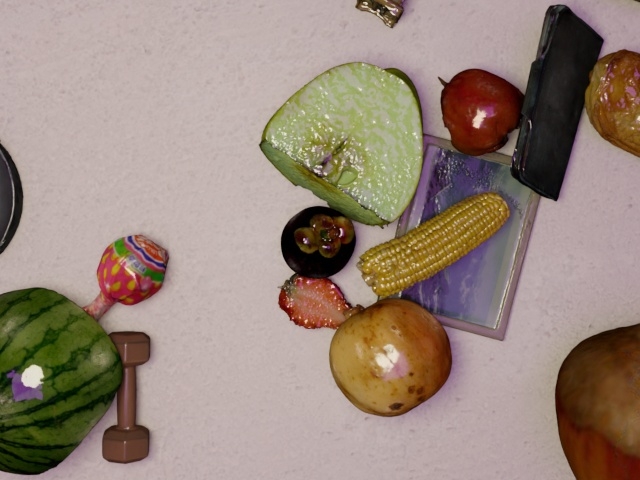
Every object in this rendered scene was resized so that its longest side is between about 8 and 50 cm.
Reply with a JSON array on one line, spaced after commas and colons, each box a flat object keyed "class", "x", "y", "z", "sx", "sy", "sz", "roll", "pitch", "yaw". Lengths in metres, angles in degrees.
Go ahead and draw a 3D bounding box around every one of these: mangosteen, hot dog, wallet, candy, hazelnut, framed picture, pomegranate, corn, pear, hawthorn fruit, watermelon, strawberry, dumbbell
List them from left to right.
[{"class": "watermelon", "x": -0.518, "y": 0.244, "z": 1.212, "sx": 0.330, "sy": 0.189, "sz": 0.331, "roll": 1, "pitch": 96, "yaw": 10}, {"class": "candy", "x": -0.412, "y": 0.138, "z": 1.298, "sx": 0.124, "sy": 0.124, "sz": 0.365, "roll": 44, "pitch": 101, "yaw": -2}, {"class": "dumbbell", "x": -0.347, "y": 0.280, "z": 1.297, "sx": 0.082, "sy": 0.092, "sz": 0.231, "roll": 1, "pitch": 91, "yaw": -11}, {"class": "strawberry", "x": -0.010, "y": 0.115, "z": 1.323, "sx": 0.152, "sy": 0.048, "sz": 0.104, "roll": 32, "pitch": 84, "yaw": -10}, {"class": "mangosteen", "x": 0.000, "y": 0.000, "z": 1.265, "sx": 0.137, "sy": 0.151, "sz": 0.137, "roll": 3, "pitch": 77, "yaw": -13}, {"class": "pear", "x": 0.060, "y": -0.186, "z": 1.263, "sx": 0.292, "sy": 0.159, "sz": 0.293, "roll": 0, "pitch": 92, "yaw": -5}, {"class": "pomegranate", "x": 0.117, "y": 0.193, "z": 1.250, "sx": 0.215, "sy": 0.215, "sz": 0.215, "roll": 0, "pitch": 91, "yaw": -1}, {"class": "corn", "x": 0.204, "y": 0.003, "z": 1.282, "sx": 0.291, "sy": 0.101, "sz": 0.101, "roll": -30, "pitch": 92, "yaw": -5}, {"class": "framed picture", "x": 0.261, "y": -0.007, "z": 1.338, "sx": 0.247, "sy": 0.022, "sz": 0.335, "roll": 15, "pitch": 91, "yaw": -2}, {"class": "hawthorn fruit", "x": 0.270, "y": -0.235, "z": 1.276, "sx": 0.148, "sy": 0.148, "sz": 0.172, "roll": -45, "pitch": 85, "yaw": 0}, {"class": "wallet", "x": 0.410, "y": -0.239, "z": 1.273, "sx": 0.172, "sy": 0.045, "sz": 0.318, "roll": 17, "pitch": 87, "yaw": -44}, {"class": "hot dog", "x": 0.590, "y": -0.241, "z": 1.296, "sx": 0.259, "sy": 0.114, "sz": 0.175, "roll": 23, "pitch": 95, "yaw": 0}, {"class": "hazelnut", "x": 0.564, "y": 0.306, "z": 1.209, "sx": 0.365, "sy": 0.366, "sz": 0.366, "roll": 0, "pitch": 91, "yaw": -1}]

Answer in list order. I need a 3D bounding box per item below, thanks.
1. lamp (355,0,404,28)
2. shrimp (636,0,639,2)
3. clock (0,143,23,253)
[{"class": "lamp", "x": 0.177, "y": -0.548, "z": 1.290, "sx": 0.090, "sy": 0.089, "sz": 0.325, "roll": 30, "pitch": 91, "yaw": -3}, {"class": "shrimp", "x": 0.606, "y": -0.549, "z": 1.305, "sx": 0.444, "sy": 0.085, "sz": 0.272, "roll": 8, "pitch": 86, "yaw": -4}, {"class": "clock", "x": -0.689, "y": -0.077, "z": 1.294, "sx": 0.312, "sy": 0.061, "sz": 0.313, "roll": 0, "pitch": 91, "yaw": -1}]
